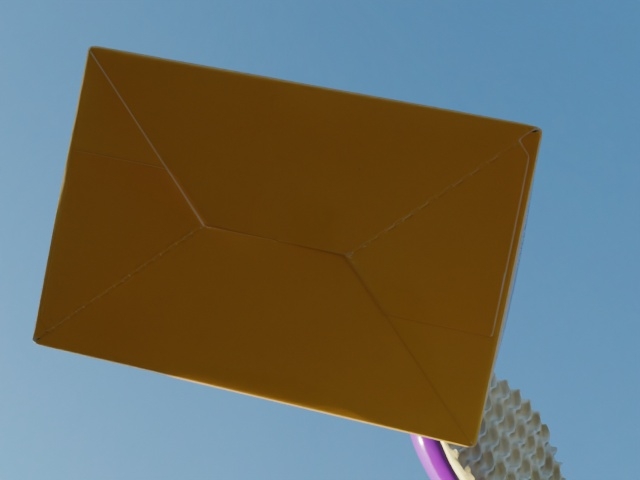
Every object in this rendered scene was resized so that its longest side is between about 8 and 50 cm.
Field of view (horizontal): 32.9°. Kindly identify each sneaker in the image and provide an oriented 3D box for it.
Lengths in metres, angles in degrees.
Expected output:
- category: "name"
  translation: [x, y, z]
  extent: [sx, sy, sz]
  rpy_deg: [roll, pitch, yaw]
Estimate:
- category: "sneaker"
  translation: [0.118, 0.214, 0.803]
  extent: [0.146, 0.102, 0.293]
  rpy_deg: [-17, -57, 35]

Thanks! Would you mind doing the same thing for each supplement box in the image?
- category: "supplement box"
  translation: [0.000, 0.000, 0.526]
  extent: [0.191, 0.194, 0.129]
  rpy_deg: [12, -88, 10]
